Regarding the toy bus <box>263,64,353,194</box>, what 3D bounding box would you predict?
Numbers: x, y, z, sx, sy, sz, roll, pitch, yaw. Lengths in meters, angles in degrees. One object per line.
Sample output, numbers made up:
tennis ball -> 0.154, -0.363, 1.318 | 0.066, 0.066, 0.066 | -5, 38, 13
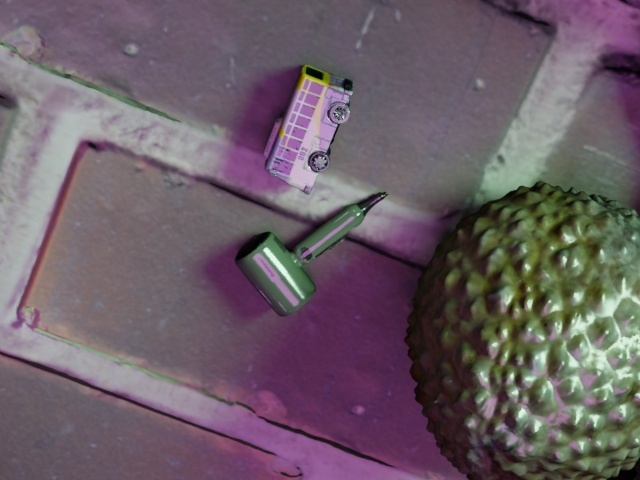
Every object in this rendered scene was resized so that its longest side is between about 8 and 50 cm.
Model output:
toy bus -> -0.012, -0.098, 1.177 | 0.058, 0.052, 0.102 | 21, 109, -5

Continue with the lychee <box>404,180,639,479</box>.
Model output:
lychee -> 0.197, 0.086, 1.147 | 0.255, 0.274, 0.255 | 18, 128, 25

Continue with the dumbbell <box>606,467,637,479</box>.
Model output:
dumbbell -> 0.305, 0.201, 1.299 | 0.036, 0.040, 0.083 | 19, 114, -39

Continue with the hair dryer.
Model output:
hair dryer -> 0.000, 0.000, 1.223 | 0.150, 0.047, 0.071 | -36, 106, 7
